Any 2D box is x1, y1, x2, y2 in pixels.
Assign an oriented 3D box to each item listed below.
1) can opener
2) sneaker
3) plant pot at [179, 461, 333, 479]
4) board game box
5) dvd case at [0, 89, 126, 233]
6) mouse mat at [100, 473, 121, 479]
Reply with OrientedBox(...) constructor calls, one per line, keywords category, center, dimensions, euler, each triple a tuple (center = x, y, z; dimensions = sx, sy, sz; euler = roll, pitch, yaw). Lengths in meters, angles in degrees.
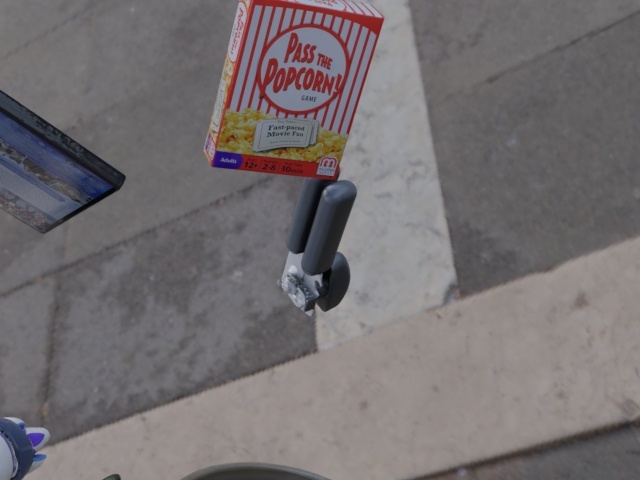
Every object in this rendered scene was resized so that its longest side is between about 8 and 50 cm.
OrientedBox(category="can opener", center=(0.000, 0.000, 1.274), dimensions=(0.093, 0.280, 0.074), euler=(-26, 62, -25))
OrientedBox(category="sneaker", center=(-0.487, 0.311, 1.486), dimensions=(0.323, 0.236, 0.130), euler=(-29, 87, 38))
OrientedBox(category="plant pot", center=(-0.064, 0.455, 1.109), dimensions=(0.323, 0.323, 0.280), euler=(38, 116, 45))
OrientedBox(category="board game box", center=(-0.031, -0.164, 1.049), dimensions=(0.045, 0.147, 0.193), euler=(-121, 40, -53))
OrientedBox(category="dvd case", center=(-0.343, -0.085, 1.112), dimensions=(0.253, 0.180, 0.022), euler=(-19, 42, 54))
OrientedBox(category="mouse mat", center=(-0.243, 0.271, 0.815), dimensions=(0.190, 0.007, 0.152), euler=(-33, 17, -7))
